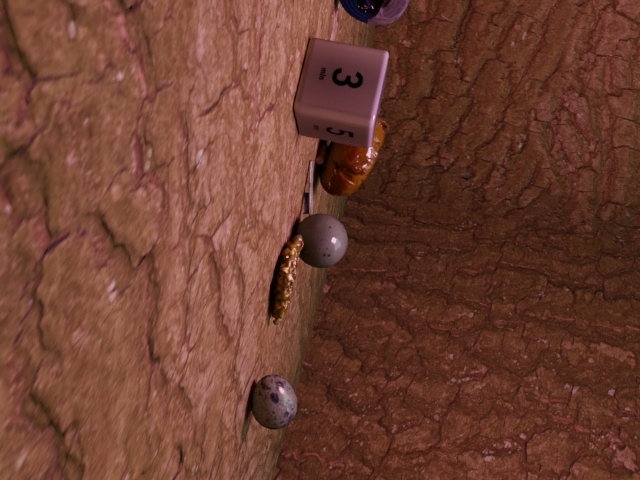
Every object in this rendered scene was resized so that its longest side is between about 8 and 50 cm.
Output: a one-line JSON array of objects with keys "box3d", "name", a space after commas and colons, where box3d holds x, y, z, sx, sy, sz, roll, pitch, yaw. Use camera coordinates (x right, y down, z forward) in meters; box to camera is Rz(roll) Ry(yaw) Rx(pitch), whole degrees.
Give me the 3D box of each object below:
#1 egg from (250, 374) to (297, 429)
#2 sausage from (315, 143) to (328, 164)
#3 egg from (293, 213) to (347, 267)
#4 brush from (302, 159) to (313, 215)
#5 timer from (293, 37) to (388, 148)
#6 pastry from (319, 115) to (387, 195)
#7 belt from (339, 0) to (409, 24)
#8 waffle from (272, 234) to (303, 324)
[{"box3d": [-0.133, 0.453, 1.663, 0.132, 0.132, 0.172, -71, 157, -55], "name": "egg"}, {"box3d": [0.008, -0.303, 2.039, 0.107, 0.031, 0.031, -72, 172, -48], "name": "sausage"}, {"box3d": [0.000, 0.000, 1.843, 0.236, 0.169, 0.169, -162, -96, -82], "name": "egg"}, {"box3d": [-0.038, -0.168, 1.884, 0.033, 0.030, 0.179, -13, 105, -68], "name": "brush"}, {"box3d": [0.053, -0.360, 1.459, 0.194, 0.194, 0.193, 81, 22, -79], "name": "timer"}, {"box3d": [0.111, -0.317, 2.089, 0.356, 0.163, 0.356, -158, -90, -80], "name": "pastry"}, {"box3d": [0.149, -0.732, 1.574, 0.347, 0.212, 0.117, 72, 28, -72], "name": "belt"}, {"box3d": [-0.095, 0.116, 1.712, 0.243, 0.058, 0.238, -73, 174, -56], "name": "waffle"}]
